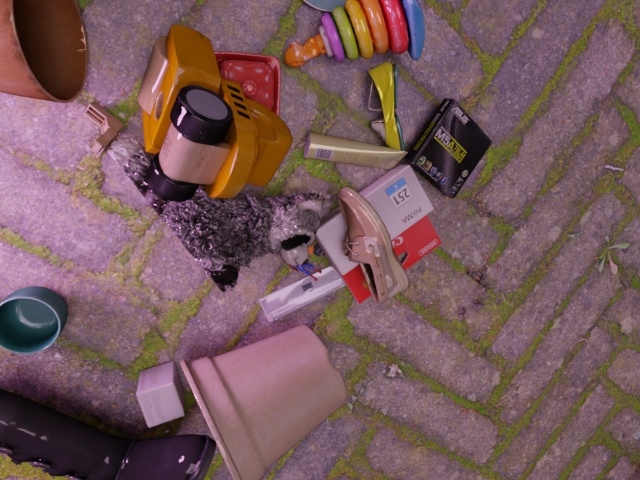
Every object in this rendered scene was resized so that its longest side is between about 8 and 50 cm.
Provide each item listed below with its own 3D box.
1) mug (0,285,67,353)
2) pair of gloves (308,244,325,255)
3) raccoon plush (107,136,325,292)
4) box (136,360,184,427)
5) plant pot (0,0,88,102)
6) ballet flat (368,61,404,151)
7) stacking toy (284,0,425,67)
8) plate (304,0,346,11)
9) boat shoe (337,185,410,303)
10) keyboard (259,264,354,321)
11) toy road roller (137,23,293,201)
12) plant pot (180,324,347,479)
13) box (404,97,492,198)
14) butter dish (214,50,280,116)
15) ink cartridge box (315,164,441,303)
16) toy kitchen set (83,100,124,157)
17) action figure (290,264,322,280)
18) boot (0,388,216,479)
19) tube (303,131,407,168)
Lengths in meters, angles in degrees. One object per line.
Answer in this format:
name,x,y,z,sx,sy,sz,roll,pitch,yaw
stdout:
mug,-0.629,0.160,0.961,0.158,0.097,0.129,18,99,-19
pair of gloves,0.000,0.000,1.152,0.074,0.010,0.083,-5,106,-15
raccoon plush,-0.192,-0.103,0.976,0.299,0.216,0.446,-40,111,-12
box,-0.382,0.368,1.086,0.087,0.101,0.102,-15,110,-12
plant pot,-0.589,-0.363,0.787,0.254,0.237,0.237,0,105,-1
ballet flat,0.156,-0.307,1.085,0.077,0.077,0.231,-6,120,10
stacking toy,0.060,-0.454,0.990,0.302,0.165,0.175,-21,152,7
plate,0.016,-0.603,0.991,0.188,0.024,0.188,-4,105,-15
boat shoe,0.107,0.016,1.058,0.098,0.109,0.302,-33,113,-10
keyboard,-0.031,0.128,1.177,0.256,0.014,0.072,-25,105,-9
toy road roller,-0.204,-0.227,0.879,0.241,0.329,0.202,5,139,-37
plant pot,-0.120,0.365,1.073,0.305,0.334,0.333,-25,110,-21
box,0.329,-0.230,1.152,0.191,0.045,0.184,32,96,-35
butter dish,-0.157,-0.322,0.963,0.160,0.118,0.159,-1,104,-16
ink cartridge box,0.162,-0.007,1.160,0.296,0.066,0.261,-36,109,-7
toy kitchen set,-0.469,-0.222,0.928,0.075,0.083,0.068,40,132,-21
action figure,-0.053,0.061,1.143,0.115,0.030,0.038,34,87,-17
boot,-0.503,0.433,0.978,0.445,0.146,0.367,39,125,-20
tube,0.081,-0.211,1.090,0.240,0.070,0.062,7,112,-15
